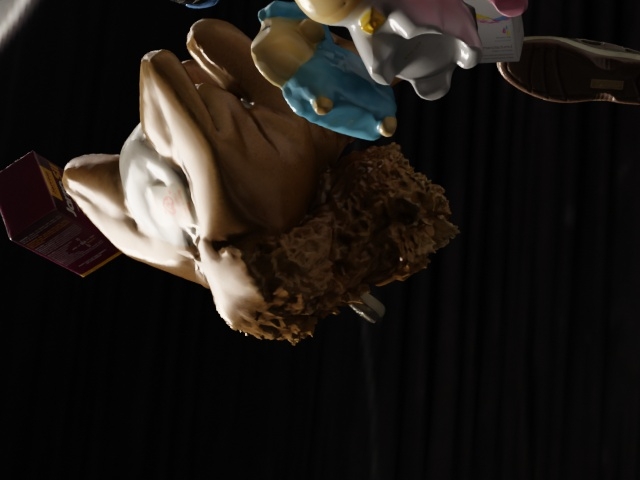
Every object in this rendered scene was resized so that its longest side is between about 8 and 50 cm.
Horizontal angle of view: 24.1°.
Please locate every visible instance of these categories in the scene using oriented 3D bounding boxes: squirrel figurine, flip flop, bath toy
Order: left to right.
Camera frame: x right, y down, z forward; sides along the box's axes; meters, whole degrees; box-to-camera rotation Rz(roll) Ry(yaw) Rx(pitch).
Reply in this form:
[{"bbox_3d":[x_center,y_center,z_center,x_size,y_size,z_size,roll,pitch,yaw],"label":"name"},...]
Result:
[{"bbox_3d":[-0.028,-0.087,1.772,0.370,0.397,0.281,-32,165,-41],"label":"squirrel figurine"},{"bbox_3d":[0.000,0.000,2.127,0.277,0.080,0.112,44,-178,12],"label":"flip flop"},{"bbox_3d":[0.095,-0.226,1.087,0.151,0.129,0.348,22,132,-36],"label":"bath toy"}]

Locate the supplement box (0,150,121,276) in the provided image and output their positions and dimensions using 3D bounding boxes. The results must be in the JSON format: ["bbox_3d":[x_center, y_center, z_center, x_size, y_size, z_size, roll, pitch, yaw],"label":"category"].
[{"bbox_3d":[-0.361,-0.034,2.076,0.080,0.104,0.188,-32,153,12],"label":"supplement box"}]

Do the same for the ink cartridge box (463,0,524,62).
[{"bbox_3d":[0.153,-0.241,1.512,0.088,0.052,0.122,-1,132,17],"label":"ink cartridge box"}]

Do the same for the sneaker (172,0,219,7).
[{"bbox_3d":[-0.153,-0.354,1.681,0.078,0.188,0.067,-8,-178,-32],"label":"sneaker"}]

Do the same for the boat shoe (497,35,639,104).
[{"bbox_3d":[0.381,-0.253,2.207,0.257,0.095,0.095,11,-154,-7],"label":"boat shoe"}]
